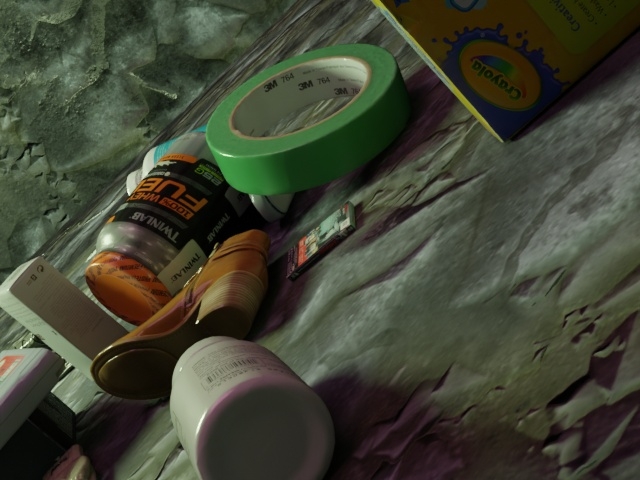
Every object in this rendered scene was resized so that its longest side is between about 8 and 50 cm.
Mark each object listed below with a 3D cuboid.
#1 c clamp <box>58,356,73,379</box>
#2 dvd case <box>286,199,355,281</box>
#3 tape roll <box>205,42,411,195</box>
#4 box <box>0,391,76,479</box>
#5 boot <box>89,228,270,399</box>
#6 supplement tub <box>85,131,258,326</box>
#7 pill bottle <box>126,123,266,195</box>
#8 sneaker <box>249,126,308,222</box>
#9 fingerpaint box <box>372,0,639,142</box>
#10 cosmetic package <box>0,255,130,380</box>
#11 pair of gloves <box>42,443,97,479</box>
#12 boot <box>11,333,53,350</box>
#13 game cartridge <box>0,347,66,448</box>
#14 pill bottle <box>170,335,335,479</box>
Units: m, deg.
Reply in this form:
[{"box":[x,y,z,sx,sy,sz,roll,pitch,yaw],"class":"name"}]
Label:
[{"box":[-0.485,0.217,1.982,0.161,0.022,0.137,-41,18,15],"class":"c clamp"},{"box":[0.000,0.000,1.396,0.119,0.013,0.087,-41,18,16],"class":"dvd case"},{"box":[-0.021,-0.196,1.581,0.321,0.077,0.321,-16,33,11],"class":"tape roll"},{"box":[-0.472,0.324,1.570,0.153,0.108,0.207,-45,17,-3],"class":"box"},{"box":[-0.193,0.097,1.444,0.283,0.109,0.220,-35,21,23],"class":"boot"},{"box":[-0.240,-0.017,1.676,0.194,0.193,0.316,-24,28,49],"class":"supplement tub"},{"box":[-0.232,-0.133,1.898,0.264,0.146,0.146,-20,25,19],"class":"pill bottle"},{"box":[-0.058,-0.124,1.675,0.091,0.094,0.258,-32,24,23],"class":"sneaker"},{"box":[0.195,-0.405,1.155,0.371,0.445,0.163,-42,17,10],"class":"fingerpaint box"},{"box":[-0.424,0.135,1.678,0.085,0.231,0.117,-54,19,-27],"class":"cosmetic package"},{"box":[-0.388,0.390,1.347,0.240,0.042,0.204,-47,14,-14],"class":"pair of gloves"},{"box":[-0.631,0.243,2.049,0.161,0.083,0.246,-44,-6,7],"class":"boot"},{"box":[-0.503,0.253,1.536,0.294,0.060,0.196,-13,39,58],"class":"game cartridge"},{"box":[-0.079,0.170,0.997,0.131,0.131,0.229,-47,18,-6],"class":"pill bottle"}]
